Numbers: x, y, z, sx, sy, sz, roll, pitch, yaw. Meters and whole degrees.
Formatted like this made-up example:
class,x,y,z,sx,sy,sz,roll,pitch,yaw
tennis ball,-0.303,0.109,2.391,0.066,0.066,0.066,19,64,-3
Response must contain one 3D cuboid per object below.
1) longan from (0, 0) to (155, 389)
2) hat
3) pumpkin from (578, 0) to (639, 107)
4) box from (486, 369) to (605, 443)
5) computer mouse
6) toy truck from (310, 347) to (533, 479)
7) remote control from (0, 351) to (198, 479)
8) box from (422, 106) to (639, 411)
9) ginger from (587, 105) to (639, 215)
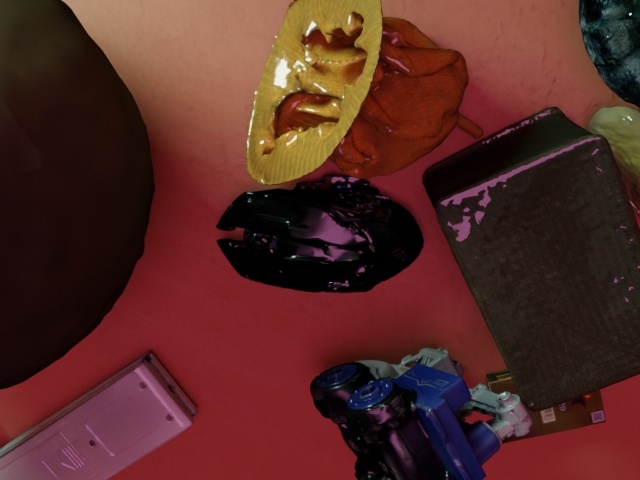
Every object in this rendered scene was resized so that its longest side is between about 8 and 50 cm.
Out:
class,x,y,z,sx,sy,sz,roll,pitch,yaw
longan,-0.362,-0.066,0.703,0.404,0.404,0.435,-30,100,10
hat,0.079,-0.134,0.805,0.233,0.233,0.244,12,121,-29
pumpkin,0.372,-0.235,0.737,0.233,0.163,0.232,2,101,12
box,0.278,0.196,0.941,0.134,0.023,0.090,-14,107,6
computer mouse,0.000,0.000,0.866,0.242,0.077,0.146,2,105,1
toy truck,0.110,0.195,0.856,0.177,0.213,0.161,-33,104,-18
remote control,-0.297,0.254,0.963,0.277,0.055,0.102,-33,103,10
box,0.249,0.018,0.828,0.184,0.143,0.273,-25,105,9
ginger,0.393,-0.094,0.824,0.122,0.115,0.193,-44,93,-9
